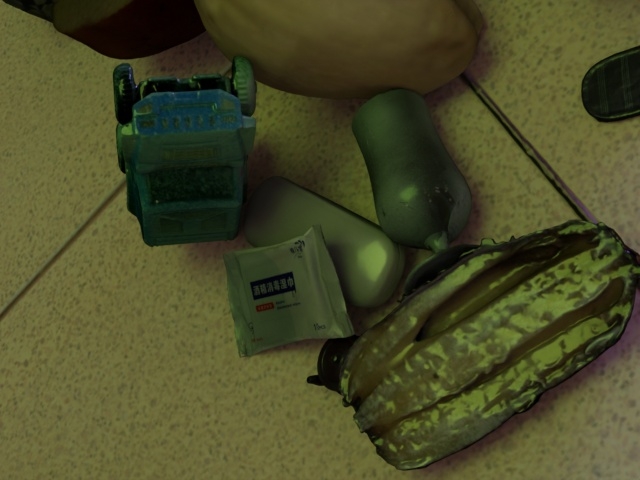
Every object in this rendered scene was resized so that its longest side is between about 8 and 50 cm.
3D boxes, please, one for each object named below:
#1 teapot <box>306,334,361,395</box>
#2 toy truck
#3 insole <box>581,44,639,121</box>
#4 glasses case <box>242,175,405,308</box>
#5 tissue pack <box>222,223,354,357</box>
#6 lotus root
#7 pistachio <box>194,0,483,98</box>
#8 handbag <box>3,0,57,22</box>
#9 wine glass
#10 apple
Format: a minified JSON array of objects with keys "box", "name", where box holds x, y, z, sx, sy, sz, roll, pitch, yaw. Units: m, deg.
[{"box":[0.029,0.128,1.492,0.100,0.045,0.067,-34,55,24],"name":"teapot"},{"box":[-0.148,-0.093,1.570,0.155,0.279,0.156,-5,73,-8],"name":"toy truck"},{"box":[0.393,-0.191,1.362,0.309,0.012,0.110,-18,63,31],"name":"insole"},{"box":[0.000,0.000,1.557,0.233,0.059,0.092,27,97,41],"name":"glasses case"},{"box":[-0.042,0.058,1.542,0.193,0.026,0.122,-17,89,49],"name":"tissue pack"},{"box":[0.172,0.092,1.380,0.329,0.078,0.167,-33,77,21],"name":"lotus root"},{"box":[0.018,-0.254,1.534,0.318,0.193,0.213,19,112,7],"name":"pistachio"},{"box":[-0.331,-0.547,1.992,0.416,0.180,0.316,-52,40,15],"name":"handbag"},{"box":[0.103,-0.048,1.469,0.103,0.103,0.231,-35,51,22],"name":"wine glass"},{"box":[-0.191,-0.397,1.730,0.365,0.329,0.295,-38,88,34],"name":"apple"}]
